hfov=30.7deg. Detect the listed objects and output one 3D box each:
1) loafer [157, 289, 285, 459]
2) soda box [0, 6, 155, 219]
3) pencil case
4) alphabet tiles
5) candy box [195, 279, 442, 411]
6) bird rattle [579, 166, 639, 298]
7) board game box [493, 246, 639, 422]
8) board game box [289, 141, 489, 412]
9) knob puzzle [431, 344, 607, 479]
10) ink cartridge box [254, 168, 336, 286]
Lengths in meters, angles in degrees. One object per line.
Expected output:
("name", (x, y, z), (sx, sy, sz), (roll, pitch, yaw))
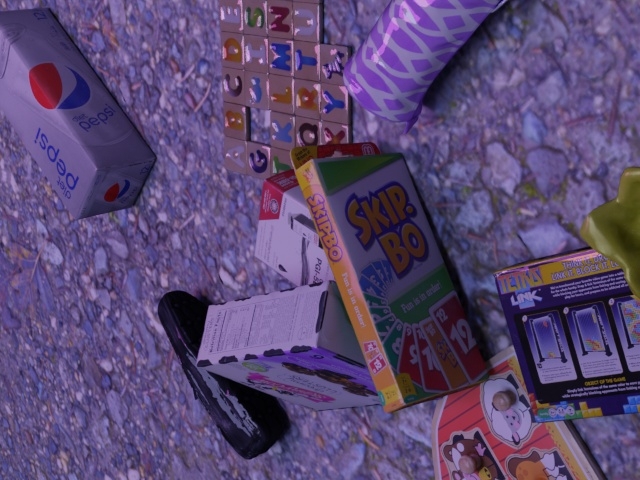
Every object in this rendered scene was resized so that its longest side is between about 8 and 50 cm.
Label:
("loafer", (-0.129, 0.159, 1.378), (0.223, 0.076, 0.078), (54, 127, 16))
("soda box", (-0.330, -0.166, 1.481), (0.286, 0.091, 0.098), (53, 134, 21))
("pencil case", (0.101, -0.191, 1.020), (0.088, 0.086, 0.206), (38, 135, -2))
("alphabet tiles", (-0.040, -0.173, 1.228), (0.198, 0.009, 0.237), (16, 114, 44))
("candy box", (0.001, 0.109, 1.151), (0.196, 0.165, 0.070), (-15, 57, 49))
("bird rattle", (0.293, 0.048, 0.797), (0.207, 0.143, 0.253), (95, 157, -73))
("board game box", (0.238, 0.074, 0.977), (0.170, 0.048, 0.141), (-16, 88, 49))
("board game box", (0.063, 0.022, 1.079), (0.039, 0.124, 0.259), (-35, 71, 42))
("knob puzzle", (0.167, 0.213, 1.111), (0.213, 0.030, 0.213), (18, 115, 43))
("ink cartridge box", (0.000, 0.000, 1.197), (0.135, 0.056, 0.099), (33, 129, 35))
